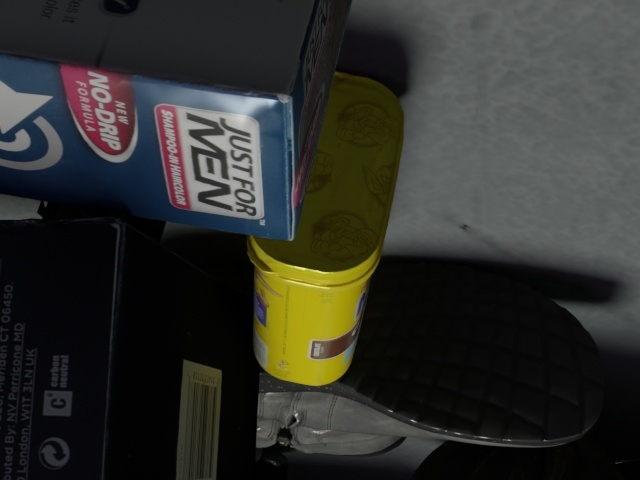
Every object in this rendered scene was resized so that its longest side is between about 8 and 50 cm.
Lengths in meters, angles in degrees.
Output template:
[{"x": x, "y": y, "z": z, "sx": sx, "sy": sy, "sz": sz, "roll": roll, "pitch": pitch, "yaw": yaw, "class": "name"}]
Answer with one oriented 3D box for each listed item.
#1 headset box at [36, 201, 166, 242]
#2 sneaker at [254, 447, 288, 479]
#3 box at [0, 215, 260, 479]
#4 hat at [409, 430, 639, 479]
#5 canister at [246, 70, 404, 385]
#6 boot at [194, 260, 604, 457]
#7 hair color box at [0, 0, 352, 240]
[{"x": -0.150, "y": -0.009, "z": 0.851, "sx": 0.083, "sy": 0.062, "sz": 0.032, "roll": 29, "pitch": 146, "yaw": -25, "class": "headset box"}, {"x": -0.124, "y": 0.170, "z": 1.126, "sx": 0.130, "sy": 0.109, "sz": 0.286, "roll": -10, "pitch": 153, "yaw": 23, "class": "sneaker"}, {"x": -0.215, "y": 0.100, "z": 0.700, "sx": 0.312, "sy": 0.179, "sz": 0.343, "roll": 1, "pitch": 171, "yaw": 9, "class": "box"}, {"x": 0.150, "y": 0.209, "z": 0.963, "sx": 0.331, "sy": 0.331, "sz": 0.134, "roll": -13, "pitch": 104, "yaw": 37, "class": "hat"}, {"x": 0.000, "y": 0.000, "z": 0.748, "sx": 0.073, "sy": 0.126, "sz": 0.170, "roll": 11, "pitch": 152, "yaw": 2, "class": "canister"}, {"x": 0.046, "y": 0.105, "z": 0.950, "sx": 0.338, "sy": 0.118, "sz": 0.223, "roll": 10, "pitch": 158, "yaw": 19, "class": "boot"}, {"x": -0.163, "y": -0.120, "z": 0.554, "sx": 0.347, "sy": 0.174, "sz": 0.105, "roll": 9, "pitch": 148, "yaw": 6, "class": "hair color box"}]
